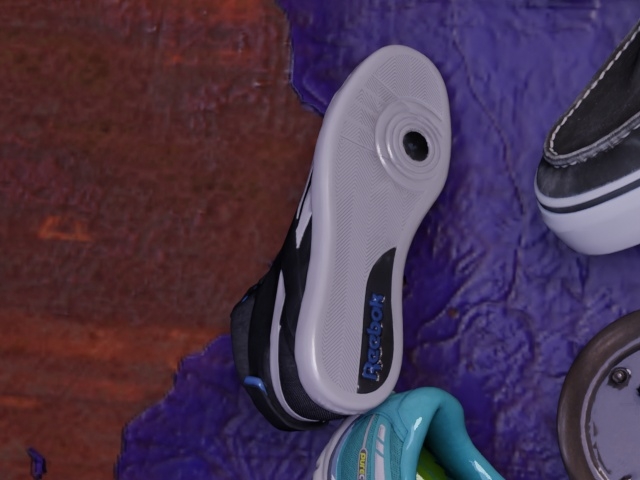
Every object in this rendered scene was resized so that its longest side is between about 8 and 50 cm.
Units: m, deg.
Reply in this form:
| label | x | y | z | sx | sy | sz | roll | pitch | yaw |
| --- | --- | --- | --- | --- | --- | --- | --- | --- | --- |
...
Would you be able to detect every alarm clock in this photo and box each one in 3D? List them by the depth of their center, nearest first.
| label | x | y | z | sx | sy | sz | roll | pitch | yaw |
| --- | --- | --- | --- | --- | --- | --- | --- | --- | --- |
| alarm clock | 0.179 | 0.112 | 0.984 | 0.129 | 0.064 | 0.192 | 42 | 104 | 14 |

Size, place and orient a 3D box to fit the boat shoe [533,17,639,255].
| label | x | y | z | sx | sy | sz | roll | pitch | yaw |
| --- | --- | --- | --- | --- | --- | --- | --- | --- | --- |
| boat shoe | 0.217 | -0.135 | 0.915 | 0.119 | 0.121 | 0.335 | 39 | 108 | -25 |

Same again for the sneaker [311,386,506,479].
| label | x | y | z | sx | sy | sz | roll | pitch | yaw |
| --- | --- | --- | --- | --- | --- | --- | --- | --- | --- |
| sneaker | 0.094 | 0.201 | 0.966 | 0.275 | 0.107 | 0.110 | 56 | 136 | 10 |

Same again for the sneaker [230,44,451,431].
| label | x | y | z | sx | sy | sz | roll | pitch | yaw |
| --- | --- | --- | --- | --- | --- | --- | --- | --- | --- |
| sneaker | 0.000 | 0.000 | 1.032 | 0.121 | 0.079 | 0.217 | -25 | 46 | 56 |
